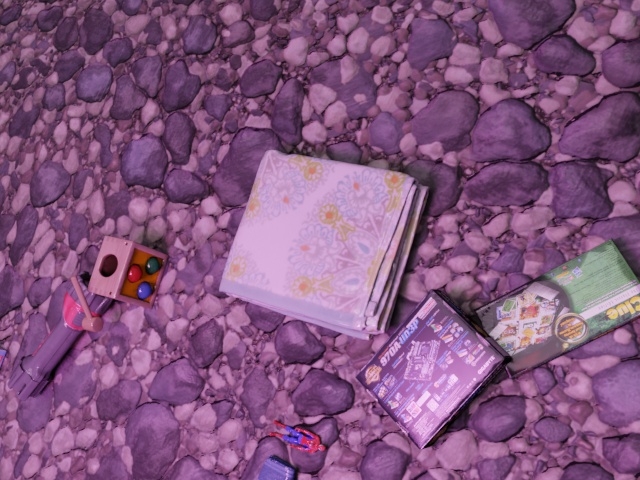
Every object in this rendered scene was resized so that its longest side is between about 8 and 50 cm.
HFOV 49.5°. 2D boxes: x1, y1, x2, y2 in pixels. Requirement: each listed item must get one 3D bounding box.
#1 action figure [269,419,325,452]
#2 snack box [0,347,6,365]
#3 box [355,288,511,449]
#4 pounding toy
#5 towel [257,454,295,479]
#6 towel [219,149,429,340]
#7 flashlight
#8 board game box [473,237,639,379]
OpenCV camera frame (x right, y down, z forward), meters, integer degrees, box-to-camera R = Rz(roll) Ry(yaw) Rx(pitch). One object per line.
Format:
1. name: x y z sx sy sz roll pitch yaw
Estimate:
1. action figure: -0.041 0.371 1.301 0.115 0.030 0.038 13 76 26
2. snack box: -0.899 0.388 1.679 0.187 0.060 0.321 16 82 28
3. box: 0.191 0.222 1.206 0.175 0.051 0.220 45 104 28
4. pounding toy: -0.434 0.101 1.478 0.094 0.181 0.206 10 79 27
5. towel: -0.092 0.469 1.293 0.067 0.029 0.119 20 83 29
6. towel: 0.000 0.000 1.363 0.375 0.090 0.320 14 78 28
7. flashlight: -0.592 0.213 1.572 0.103 0.103 0.304 42 99 15
8. board game box: 0.405 0.117 1.167 0.260 0.030 0.136 -30 62 15
